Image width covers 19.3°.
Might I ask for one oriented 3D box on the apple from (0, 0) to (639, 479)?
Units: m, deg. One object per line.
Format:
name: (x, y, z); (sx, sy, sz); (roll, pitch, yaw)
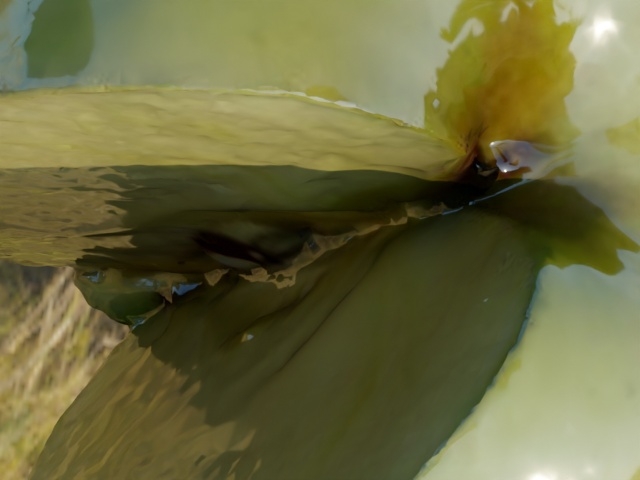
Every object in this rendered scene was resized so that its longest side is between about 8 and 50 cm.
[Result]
apple: (0.000, 0.000, 0.559); (0.292, 0.254, 0.291); (6, 78, -29)
